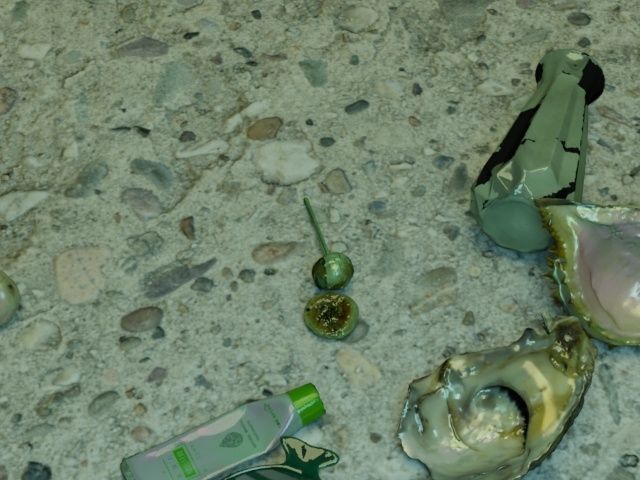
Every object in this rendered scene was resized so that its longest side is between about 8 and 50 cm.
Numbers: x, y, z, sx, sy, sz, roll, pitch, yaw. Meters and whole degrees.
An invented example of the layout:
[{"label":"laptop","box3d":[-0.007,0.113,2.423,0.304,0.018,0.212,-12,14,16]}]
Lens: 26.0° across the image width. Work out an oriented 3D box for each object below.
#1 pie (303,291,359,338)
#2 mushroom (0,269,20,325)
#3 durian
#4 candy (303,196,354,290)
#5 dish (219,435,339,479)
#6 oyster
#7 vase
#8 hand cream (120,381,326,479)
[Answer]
[{"label":"pie","box3d":[0.015,0.107,1.978,0.084,0.021,0.084,0,48,0]},{"label":"mushroom","box3d":[-0.466,0.082,1.971,0.083,0.067,0.083,-1,84,10]},{"label":"durian","box3d":[0.436,0.056,1.944,0.305,0.185,0.195,6,77,-11]},{"label":"candy","box3d":[0.000,0.000,2.060,0.061,0.061,0.202,-11,42,-10]},{"label":"dish","box3d":[-0.057,0.367,1.715,0.224,0.078,0.246,18,52,15]},{"label":"oyster","box3d":[0.236,0.228,1.825,0.271,0.100,0.275,0,62,3]},{"label":"vase","box3d":[0.343,-0.145,2.117,0.165,0.165,0.360,15,47,12]},{"label":"hand cream","box3d":[-0.126,0.266,1.833,0.275,0.050,0.079,-24,26,-14]}]
